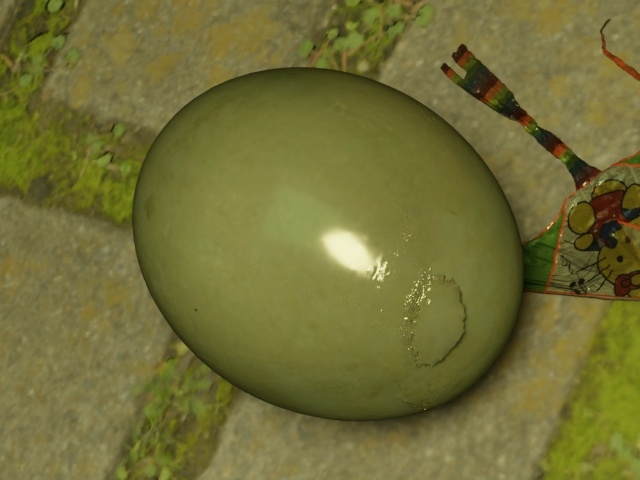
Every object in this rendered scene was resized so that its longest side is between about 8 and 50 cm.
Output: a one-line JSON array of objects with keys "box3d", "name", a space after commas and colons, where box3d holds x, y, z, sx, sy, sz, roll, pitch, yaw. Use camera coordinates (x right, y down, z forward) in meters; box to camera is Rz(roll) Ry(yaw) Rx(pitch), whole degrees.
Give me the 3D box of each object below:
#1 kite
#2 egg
[{"box3d": [0.143, -0.048, 1.144, 0.198, 0.006, 0.244, -44, 50, 9], "name": "kite"}, {"box3d": [0.000, 0.000, 1.100, 0.253, 0.186, 0.186, 29, 85, 42], "name": "egg"}]
